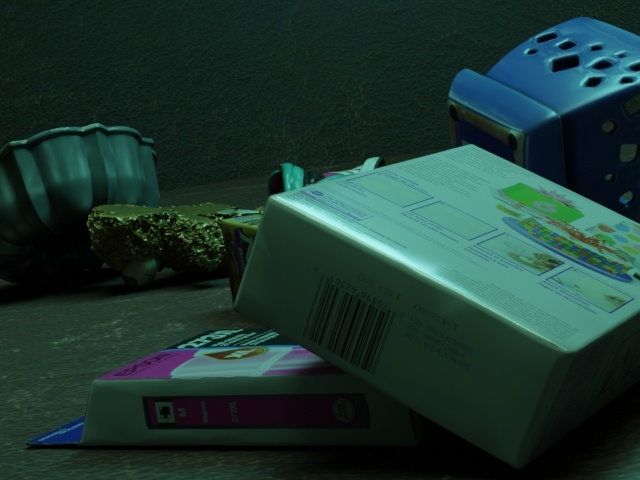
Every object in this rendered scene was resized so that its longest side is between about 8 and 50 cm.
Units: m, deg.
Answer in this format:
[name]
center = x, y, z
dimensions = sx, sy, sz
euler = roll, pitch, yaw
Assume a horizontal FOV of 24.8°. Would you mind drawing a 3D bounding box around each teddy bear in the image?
[teddy bear]
center = -0.157, 0.009, 2.056
dimensions = 0.338, 0.113, 0.245
euler = -4, 11, -33

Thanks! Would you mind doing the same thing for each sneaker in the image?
[sneaker]
center = 0.006, -0.071, 2.369
dimensions = 0.178, 0.124, 0.295
euler = 3, 11, 12

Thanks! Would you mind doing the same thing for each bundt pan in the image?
[bundt pan]
center = -0.383, -0.037, 2.161
dimensions = 0.331, 0.124, 0.331
euler = -19, -21, -7

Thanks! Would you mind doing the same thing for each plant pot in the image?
[plant pot]
center = 0.274, -0.092, 1.617
dimensions = 0.212, 0.236, 0.236
euler = -18, 27, -18

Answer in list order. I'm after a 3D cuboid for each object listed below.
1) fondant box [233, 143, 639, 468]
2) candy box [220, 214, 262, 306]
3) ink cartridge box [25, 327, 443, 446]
[fondant box]
center = 0.128, 0.031, 1.089
dimensions = 0.238, 0.096, 0.330
euler = 28, 24, 24
[candy box]
center = -0.060, 0.030, 1.663
dimensions = 0.053, 0.109, 0.187
euler = -11, 7, -20
[ink cartridge box]
center = -0.049, 0.117, 1.185
dimensions = 0.371, 0.069, 0.176
euler = -7, 7, 30
